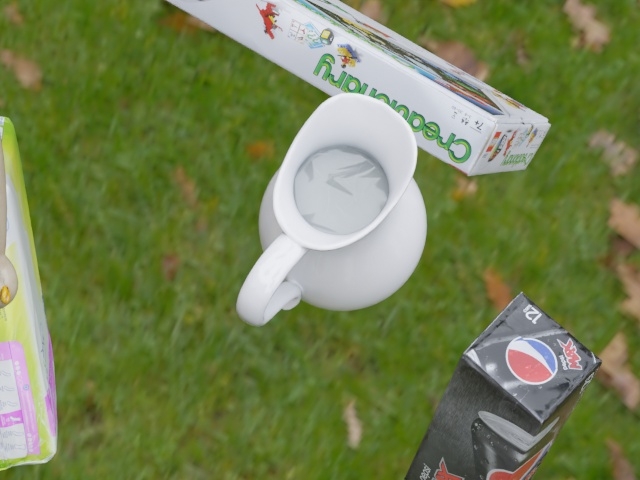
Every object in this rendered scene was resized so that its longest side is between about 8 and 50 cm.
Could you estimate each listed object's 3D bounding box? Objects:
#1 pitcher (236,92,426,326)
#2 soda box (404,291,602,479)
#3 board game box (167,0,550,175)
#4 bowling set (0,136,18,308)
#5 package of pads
[{"bbox_3d":[0.000,0.000,1.438,0.125,0.207,0.178,37,80,10],"label":"pitcher"},{"bbox_3d":[0.097,0.101,1.084,0.060,0.169,0.053,41,63,15],"label":"soda box"},{"bbox_3d":[0.028,-0.149,1.603,0.305,0.053,0.193,31,13,15],"label":"board game box"},{"bbox_3d":[-0.333,-0.048,1.349,0.200,0.154,0.287,-13,26,-17],"label":"bowling set"},{"bbox_3d":[-0.322,0.052,1.897,0.101,0.296,0.229,-9,19,-4],"label":"package of pads"}]
